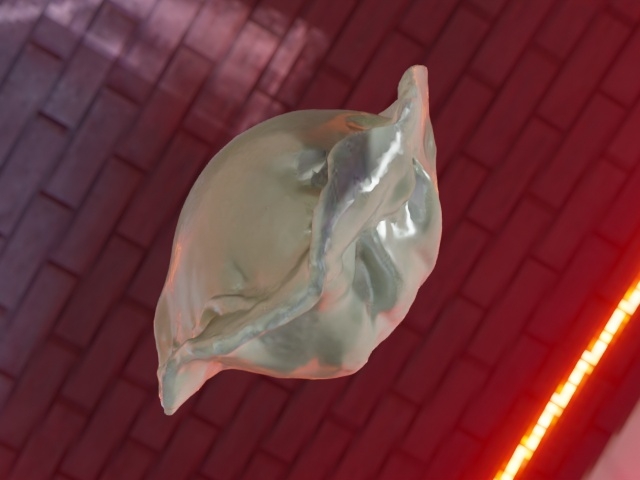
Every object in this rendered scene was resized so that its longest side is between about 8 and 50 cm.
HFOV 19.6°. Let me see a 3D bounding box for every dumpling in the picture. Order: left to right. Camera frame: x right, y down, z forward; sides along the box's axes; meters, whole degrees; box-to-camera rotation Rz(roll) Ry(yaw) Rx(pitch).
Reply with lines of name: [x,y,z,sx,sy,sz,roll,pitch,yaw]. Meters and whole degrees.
dumpling: [0.000,0.000,0.776,0.188,0.108,0.127,-48,-170,-17]
